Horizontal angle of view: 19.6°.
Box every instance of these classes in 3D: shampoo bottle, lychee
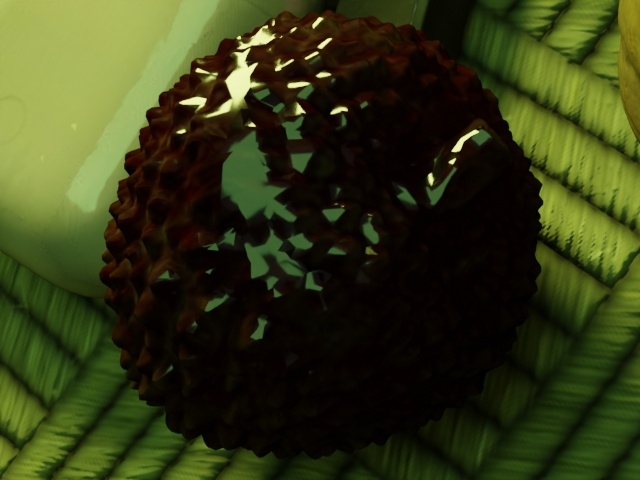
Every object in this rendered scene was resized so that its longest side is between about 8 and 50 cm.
[{"bbox_3d":[0.070,-0.197,1.425,0.079,0.080,0.246,8,75,31],"label":"shampoo bottle"},{"bbox_3d":[0.000,0.000,1.269,0.330,0.306,0.306,-26,58,43],"label":"lychee"}]

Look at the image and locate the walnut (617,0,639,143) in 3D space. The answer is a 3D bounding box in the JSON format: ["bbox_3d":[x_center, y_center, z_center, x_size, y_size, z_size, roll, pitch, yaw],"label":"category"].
[{"bbox_3d":[0.359,-0.115,1.123,0.344,0.306,0.306,37,91,27],"label":"walnut"}]

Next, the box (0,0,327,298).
[{"bbox_3d":[-0.170,-0.142,1.494,0.289,0.141,0.349,29,86,34],"label":"box"}]
